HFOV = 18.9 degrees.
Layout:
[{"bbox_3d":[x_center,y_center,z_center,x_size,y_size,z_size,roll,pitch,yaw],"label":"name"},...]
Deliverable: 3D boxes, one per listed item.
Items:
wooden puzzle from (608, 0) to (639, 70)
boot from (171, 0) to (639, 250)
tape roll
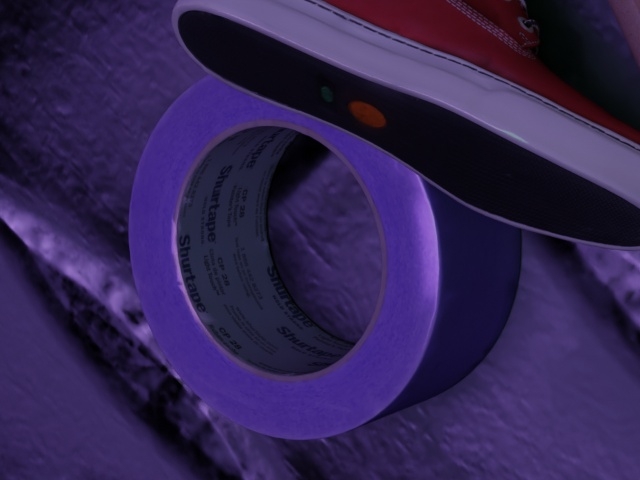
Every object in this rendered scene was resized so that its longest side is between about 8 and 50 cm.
[{"bbox_3d":[0.178,-0.189,0.706,0.322,0.080,0.348,64,161,-6],"label":"wooden puzzle"},{"bbox_3d":[0.080,-0.112,0.869,0.244,0.176,0.088,28,157,9],"label":"boot"},{"bbox_3d":[0.000,0.000,0.965,0.189,0.080,0.189,7,103,33],"label":"tape roll"}]
